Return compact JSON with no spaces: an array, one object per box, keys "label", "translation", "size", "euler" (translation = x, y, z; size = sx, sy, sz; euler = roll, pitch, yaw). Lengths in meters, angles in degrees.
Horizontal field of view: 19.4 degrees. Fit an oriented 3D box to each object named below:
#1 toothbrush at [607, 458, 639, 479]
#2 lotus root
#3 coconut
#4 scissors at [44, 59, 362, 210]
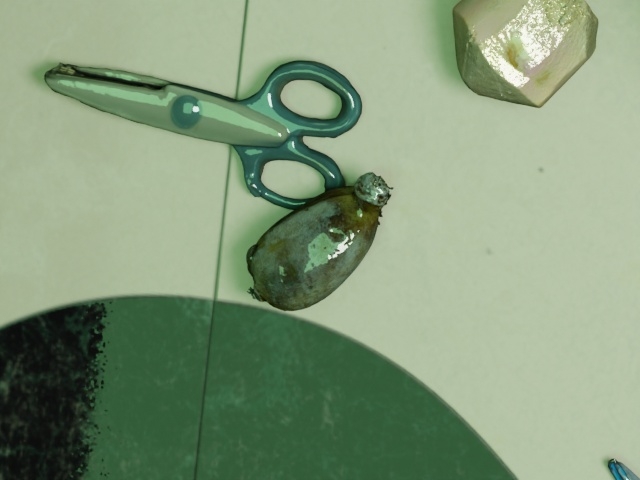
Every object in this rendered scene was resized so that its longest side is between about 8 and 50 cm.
[{"label":"toothbrush","translation":[0.396,0.352,1.677],"size":[0.042,0.035,0.413],"euler":[-42,90,-12]},{"label":"lotus root","translation":[0.002,0.001,1.666],"size":[0.165,0.088,0.088],"euler":[-41,89,10]},{"label":"coconut","translation":[0.170,-0.177,1.618],"size":[0.116,0.116,0.122],"euler":[45,97,1]},{"label":"scissors","translation":[-0.110,-0.116,1.689],"size":[0.289,0.041,0.138],"euler":[13,106,2]}]
